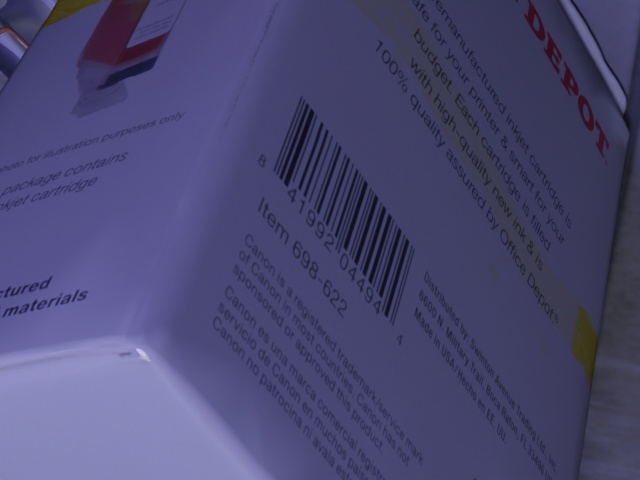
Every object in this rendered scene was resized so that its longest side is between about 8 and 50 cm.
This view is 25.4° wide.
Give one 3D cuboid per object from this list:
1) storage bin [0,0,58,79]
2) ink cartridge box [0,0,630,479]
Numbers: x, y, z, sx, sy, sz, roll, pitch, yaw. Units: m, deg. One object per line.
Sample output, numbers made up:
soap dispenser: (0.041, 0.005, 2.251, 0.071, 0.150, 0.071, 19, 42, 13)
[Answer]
storage bin: (-0.131, -0.131, 0.747, 0.135, 0.098, 0.091, 45, 121, -11)
ink cartridge box: (0.000, 0.000, 0.637, 0.160, 0.385, 0.279, -13, 129, 32)
